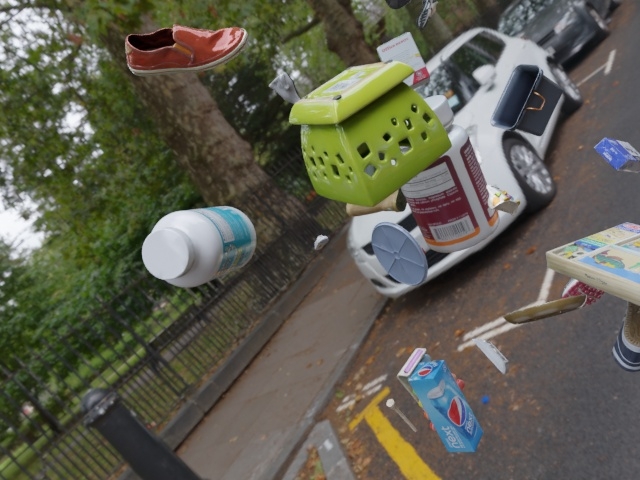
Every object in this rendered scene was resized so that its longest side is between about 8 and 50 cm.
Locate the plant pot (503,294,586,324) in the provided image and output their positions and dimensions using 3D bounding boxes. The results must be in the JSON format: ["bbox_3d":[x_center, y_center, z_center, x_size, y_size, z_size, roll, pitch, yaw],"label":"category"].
[{"bbox_3d":[0.651,0.205,1.534,0.237,0.032,0.236,-12,-16,-4],"label":"plant pot"}]

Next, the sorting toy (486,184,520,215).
[{"bbox_3d":[0.440,-0.107,1.298,0.045,0.083,0.075,-55,41,32],"label":"sorting toy"}]

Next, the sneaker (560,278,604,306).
[{"bbox_3d":[0.976,0.114,1.904,0.299,0.121,0.112,-49,17,3],"label":"sneaker"}]

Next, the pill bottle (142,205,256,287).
[{"bbox_3d":[-0.238,0.010,1.048,0.146,0.146,0.264,-40,-4,16],"label":"pill bottle"}]

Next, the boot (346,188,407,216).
[{"bbox_3d":[0.239,-0.209,2.118,0.270,0.089,0.236,0,61,50],"label":"boot"}]

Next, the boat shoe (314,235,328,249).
[{"bbox_3d":[0.000,0.000,1.803,0.035,0.035,0.100,-8,-19,-17],"label":"boat shoe"}]

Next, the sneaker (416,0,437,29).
[{"bbox_3d":[0.306,-0.644,1.503,0.040,0.044,0.109,15,84,50],"label":"sneaker"}]

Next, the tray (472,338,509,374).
[{"bbox_3d":[0.584,0.382,1.785,0.030,0.145,0.270,-43,-23,9],"label":"tray"}]

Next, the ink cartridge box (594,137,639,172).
[{"bbox_3d":[0.927,-0.260,1.630,0.207,0.097,0.046,-4,-37,-43],"label":"ink cartridge box"}]

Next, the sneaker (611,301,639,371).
[{"bbox_3d":[0.869,0.229,1.440,0.099,0.153,0.282,18,47,31],"label":"sneaker"}]

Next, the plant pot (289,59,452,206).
[{"bbox_3d":[0.083,-0.221,1.054,0.227,0.207,0.228,-37,27,-18],"label":"plant pot"}]

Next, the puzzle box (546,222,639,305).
[{"bbox_3d":[0.796,0.056,1.293,0.272,0.052,0.409,-18,16,-10],"label":"puzzle box"}]

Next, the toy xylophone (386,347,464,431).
[{"bbox_3d":[0.358,0.522,1.799,0.081,0.323,0.236,4,55,55],"label":"toy xylophone"}]

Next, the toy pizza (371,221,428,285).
[{"bbox_3d":[0.219,0.033,1.452,0.032,0.201,0.201,-34,1,-28],"label":"toy pizza"}]

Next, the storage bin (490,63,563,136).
[{"bbox_3d":[0.436,-0.281,1.095,0.135,0.091,0.098,-69,24,13],"label":"storage bin"}]

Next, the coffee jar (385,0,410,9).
[{"bbox_3d":[0.203,-0.691,1.427,0.079,0.096,0.184,-26,31,24],"label":"coffee jar"}]

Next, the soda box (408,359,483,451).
[{"bbox_3d":[0.286,0.377,1.204,0.071,0.210,0.067,-19,16,42],"label":"soda box"}]

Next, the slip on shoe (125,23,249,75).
[{"bbox_3d":[-0.354,-0.516,1.401,0.332,0.123,0.101,-9,-35,-1],"label":"slip on shoe"}]

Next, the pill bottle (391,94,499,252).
[{"bbox_3d":[0.329,-0.182,1.476,0.224,0.392,0.224,-24,21,10],"label":"pill bottle"}]

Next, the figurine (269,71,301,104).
[{"bbox_3d":[-0.112,-0.611,2.257,0.092,0.209,0.215,-42,13,10],"label":"figurine"}]

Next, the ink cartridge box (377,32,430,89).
[{"bbox_3d":[0.293,-0.620,1.873,0.128,0.175,0.072,-24,-3,10],"label":"ink cartridge box"}]
